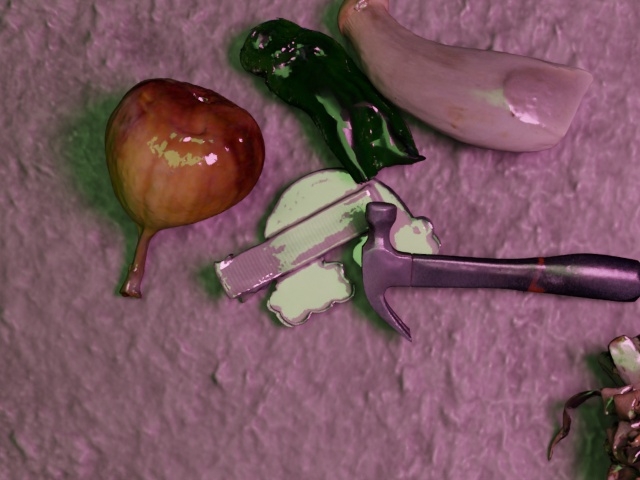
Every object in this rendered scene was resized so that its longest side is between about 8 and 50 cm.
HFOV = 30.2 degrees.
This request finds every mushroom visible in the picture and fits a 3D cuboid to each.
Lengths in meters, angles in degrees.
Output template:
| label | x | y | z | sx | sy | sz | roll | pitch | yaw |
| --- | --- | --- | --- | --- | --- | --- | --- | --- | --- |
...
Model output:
| label | x | y | z | sx | sy | sz | roll | pitch | yaw |
| --- | --- | --- | --- | --- | --- | --- | --- | --- | --- |
| mushroom | 0.129 | -0.167 | 1.204 | 0.270 | 0.103 | 0.118 | 25 | 68 | 11 |

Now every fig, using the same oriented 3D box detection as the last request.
| label | x | y | z | sx | sy | sz | roll | pitch | yaw |
| --- | --- | --- | --- | --- | --- | --- | --- | --- | --- |
| fig | -0.160 | -0.052 | 1.196 | 0.160 | 0.143 | 0.230 | 30 | 85 | 1 |

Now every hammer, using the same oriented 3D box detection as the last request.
| label | x | y | z | sx | sy | sz | roll | pitch | yaw |
| --- | --- | --- | --- | --- | --- | --- | --- | --- | --- |
| hammer | 0.184 | 0.039 | 1.191 | 0.290 | 0.037 | 0.137 | 4 | 105 | -1 |

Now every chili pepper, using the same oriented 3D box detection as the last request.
| label | x | y | z | sx | sy | sz | roll | pitch | yaw |
| --- | --- | --- | --- | --- | --- | --- | --- | --- | --- |
| chili pepper | 0.014 | -0.147 | 1.234 | 0.224 | 0.061 | 0.098 | 43 | 67 | 13 |

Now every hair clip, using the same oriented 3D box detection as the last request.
| label | x | y | z | sx | sy | sz | roll | pitch | yaw |
| --- | --- | --- | --- | --- | --- | --- | --- | --- | --- |
| hair clip | 0.000 | 0.000 | 1.224 | 0.220 | 0.054 | 0.140 | -28 | 76 | -1 |

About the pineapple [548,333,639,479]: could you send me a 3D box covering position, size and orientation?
| label | x | y | z | sx | sy | sz | roll | pitch | yaw |
| --- | --- | --- | --- | --- | --- | --- | --- | --- | --- |
| pineapple | 0.345 | 0.215 | 1.099 | 0.262 | 0.262 | 0.271 | -16 | 57 | 3 |
